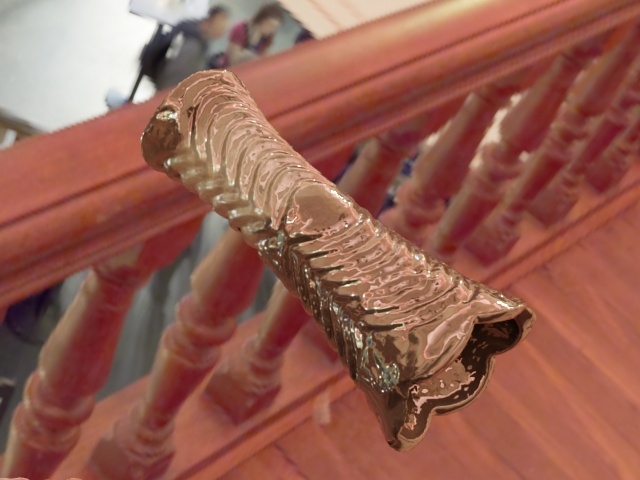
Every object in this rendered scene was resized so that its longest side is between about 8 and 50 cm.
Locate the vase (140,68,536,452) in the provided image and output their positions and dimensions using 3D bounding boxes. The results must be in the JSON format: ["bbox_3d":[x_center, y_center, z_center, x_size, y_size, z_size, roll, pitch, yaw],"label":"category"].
[{"bbox_3d":[0.000,0.000,0.723,0.115,0.115,0.237,-23,58,-44],"label":"vase"}]

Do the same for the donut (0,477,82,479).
[{"bbox_3d":[-0.055,0.209,0.548,0.382,0.382,0.142,18,64,-15],"label":"donut"}]
